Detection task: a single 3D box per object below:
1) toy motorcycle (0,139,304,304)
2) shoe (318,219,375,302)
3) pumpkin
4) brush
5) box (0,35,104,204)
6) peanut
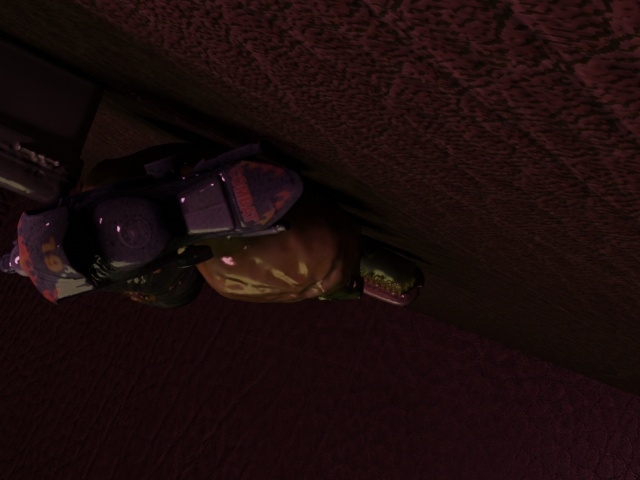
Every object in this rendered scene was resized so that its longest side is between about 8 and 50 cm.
[{"bbox_3d":[-0.161,-0.014,0.892,0.307,0.108,0.173,-17,-173,3],"label":"toy motorcycle"},{"bbox_3d":[-0.060,0.004,1.202,0.262,0.128,0.140,19,164,18],"label":"shoe"},{"bbox_3d":[-0.389,0.013,2.169,0.291,0.257,0.328,8,165,16],"label":"pumpkin"},{"bbox_3d":[0.001,-0.002,1.361,0.313,0.072,0.067,25,154,18],"label":"brush"},{"bbox_3d":[-0.320,-0.127,0.915,0.210,0.129,0.148,25,175,-28],"label":"box"},{"bbox_3d":[-0.108,-0.019,1.043,0.305,0.147,0.147,23,176,5],"label":"peanut"}]
